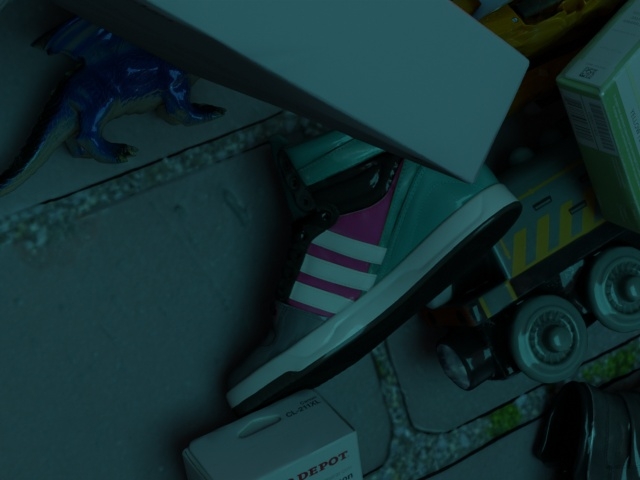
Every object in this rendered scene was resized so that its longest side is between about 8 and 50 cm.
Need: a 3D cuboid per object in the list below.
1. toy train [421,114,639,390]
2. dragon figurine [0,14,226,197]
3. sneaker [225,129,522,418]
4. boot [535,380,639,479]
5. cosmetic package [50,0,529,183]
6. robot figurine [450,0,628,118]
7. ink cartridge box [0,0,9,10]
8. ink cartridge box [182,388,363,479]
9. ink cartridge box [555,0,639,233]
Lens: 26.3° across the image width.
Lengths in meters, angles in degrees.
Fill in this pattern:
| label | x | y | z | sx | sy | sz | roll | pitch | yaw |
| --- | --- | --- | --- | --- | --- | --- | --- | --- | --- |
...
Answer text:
| label | x | y | z | sx | sy | sz | roll | pitch | yaw |
| --- | --- | --- | --- | --- | --- | --- | --- | --- | --- |
| toy train | 0.224 | -0.004 | 1.239 | 0.334 | 0.142 | 0.190 | -30 | 96 | -19 |
| dragon figurine | -0.165 | -0.137 | 1.045 | 0.289 | 0.085 | 0.144 | -26 | 106 | -14 |
| sneaker | 0.000 | 0.000 | 1.131 | 0.295 | 0.124 | 0.178 | -41 | 74 | 14 |
| boot | 0.331 | 0.152 | 1.318 | 0.223 | 0.118 | 0.338 | 9 | 87 | -22 |
| cosmetic package | -0.093 | -0.165 | 0.791 | 0.377 | 0.284 | 0.097 | 23 | 94 | -51 |
| robot figurine | 0.191 | -0.190 | 1.179 | 0.291 | 0.211 | 0.085 | -28 | 69 | -24 |
| ink cartridge box | -0.278 | -0.319 | 0.926 | 0.285 | 0.166 | 0.395 | 45 | 76 | -25 |
| ink cartridge box | -0.032 | 0.229 | 1.132 | 0.127 | 0.072 | 0.175 | -23 | 126 | -22 |
| ink cartridge box | 0.302 | -0.144 | 1.148 | 0.235 | 0.056 | 0.171 | -46 | 133 | -18 |
